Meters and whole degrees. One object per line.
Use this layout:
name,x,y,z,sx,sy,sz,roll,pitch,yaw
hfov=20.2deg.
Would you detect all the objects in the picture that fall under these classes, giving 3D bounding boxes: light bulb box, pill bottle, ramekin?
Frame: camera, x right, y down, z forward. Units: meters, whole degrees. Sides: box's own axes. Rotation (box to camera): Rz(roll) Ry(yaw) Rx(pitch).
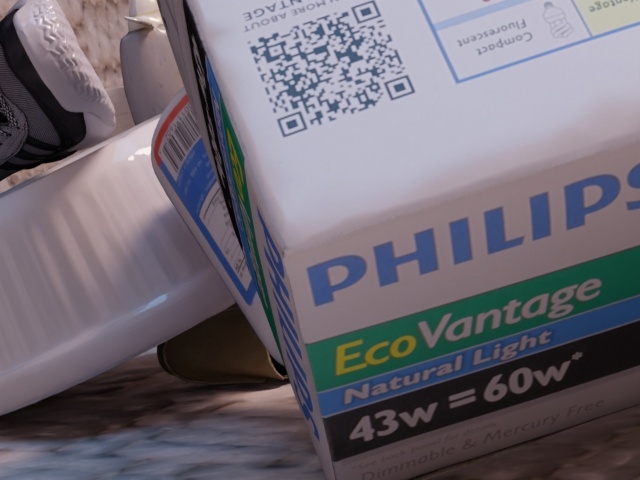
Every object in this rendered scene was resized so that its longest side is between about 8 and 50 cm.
light bulb box,0.109,-0.114,0.897,0.358,0.361,0.225,-17,-36,-4
pill bottle,0.000,0.000,1.049,0.124,0.124,0.221,-13,52,-30
ramekin,-0.156,0.008,1.226,0.273,0.127,0.273,-26,7,4

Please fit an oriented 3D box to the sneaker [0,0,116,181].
sneaker,-0.225,-0.075,1.171,0.153,0.101,0.268,-29,1,-13

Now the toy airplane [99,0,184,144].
toy airplane,0.024,-0.122,1.376,0.386,0.384,0.272,-48,-29,12

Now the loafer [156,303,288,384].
loafer,-0.040,0.067,1.197,0.148,0.056,0.050,-8,1,8
